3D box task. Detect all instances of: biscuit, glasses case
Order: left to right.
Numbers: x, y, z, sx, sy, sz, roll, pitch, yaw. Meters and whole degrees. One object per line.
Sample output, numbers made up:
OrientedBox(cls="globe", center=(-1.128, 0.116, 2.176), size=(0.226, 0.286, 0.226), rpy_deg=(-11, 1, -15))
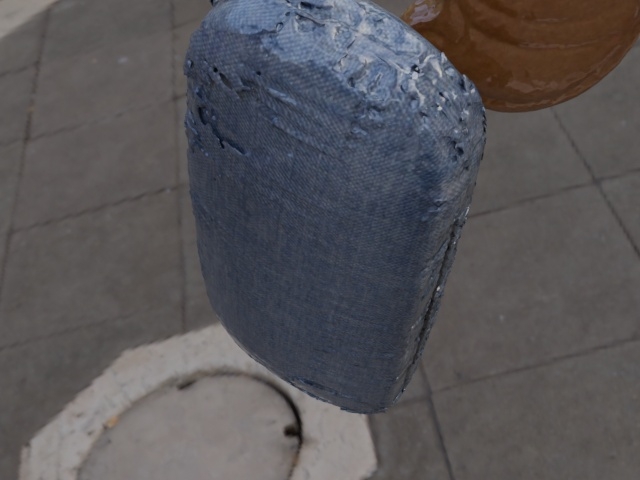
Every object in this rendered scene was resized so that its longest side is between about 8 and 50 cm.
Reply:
OrientedBox(cls="glasses case", center=(0.000, 0.000, 0.451), size=(0.109, 0.282, 0.067), rpy_deg=(30, 67, 13))
OrientedBox(cls="biscuit", center=(0.083, -0.103, 0.394), size=(0.102, 0.130, 0.019), rpy_deg=(10, 36, -15))
